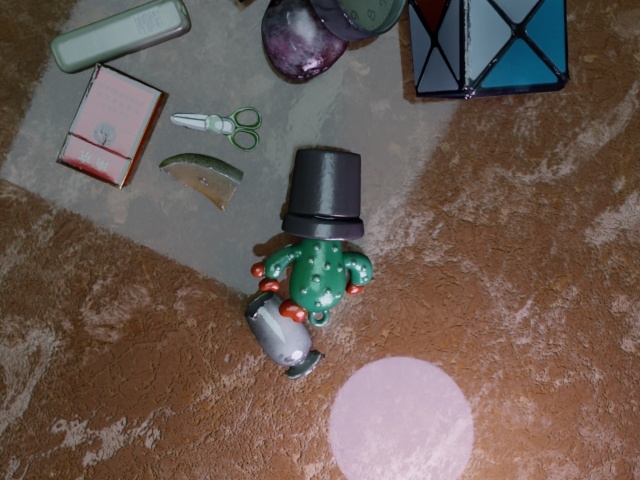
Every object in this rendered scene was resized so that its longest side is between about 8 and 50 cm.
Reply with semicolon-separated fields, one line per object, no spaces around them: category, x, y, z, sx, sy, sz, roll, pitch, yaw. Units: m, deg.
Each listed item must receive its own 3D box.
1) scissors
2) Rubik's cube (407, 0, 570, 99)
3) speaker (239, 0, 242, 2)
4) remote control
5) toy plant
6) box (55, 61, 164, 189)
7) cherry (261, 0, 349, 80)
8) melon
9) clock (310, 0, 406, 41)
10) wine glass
scissors;-0.237;-0.264;1.623;0.204;0.027;0.101;9;98;-8
Rubik's cube;0.347;-0.430;1.508;0.246;0.250;0.248;-9;103;-17
speaker;-0.180;-0.661;1.459;0.184;0.232;0.254;-38;96;2
remote control;-0.439;-0.451;1.570;0.309;0.038;0.090;-21;103;0
toy plant;0.010;0.000;1.612;0.279;0.185;0.400;0;98;-48
box;-0.463;-0.251;1.584;0.153;0.074;0.239;24;99;-13
cherry;-0.038;-0.444;1.533;0.195;0.195;0.195;-1;100;-4
melon;-0.272;-0.152;1.637;0.182;0.054;0.098;32;111;-9
clock;0.078;-0.576;1.465;0.067;0.325;0.325;4;102;37
wine glass;-0.087;0.223;1.673;0.111;0.111;0.204;-35;104;2
